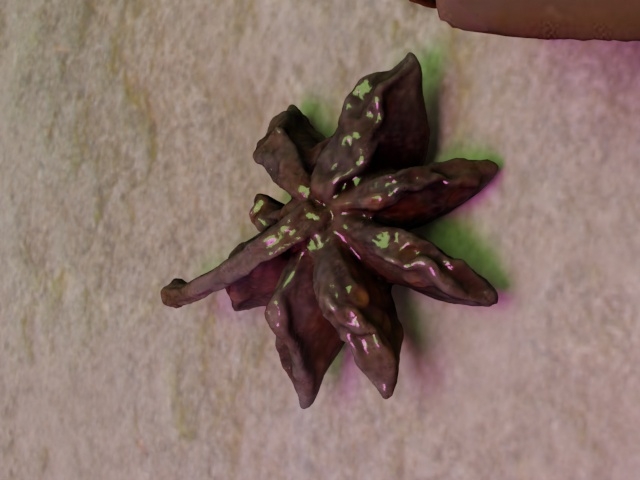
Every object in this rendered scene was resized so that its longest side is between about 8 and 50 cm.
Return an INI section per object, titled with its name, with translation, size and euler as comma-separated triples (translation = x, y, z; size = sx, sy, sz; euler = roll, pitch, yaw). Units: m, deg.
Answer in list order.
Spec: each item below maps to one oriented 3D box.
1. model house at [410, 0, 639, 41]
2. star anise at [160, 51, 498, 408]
[model house]
translation = 0.160, -0.188, 0.684
size = 0.229, 0.220, 0.199
euler = -109, 30, -77
[star anise]
translation = -0.001, 0.000, 0.841
size = 0.231, 0.089, 0.209
euler = -41, 53, 13
